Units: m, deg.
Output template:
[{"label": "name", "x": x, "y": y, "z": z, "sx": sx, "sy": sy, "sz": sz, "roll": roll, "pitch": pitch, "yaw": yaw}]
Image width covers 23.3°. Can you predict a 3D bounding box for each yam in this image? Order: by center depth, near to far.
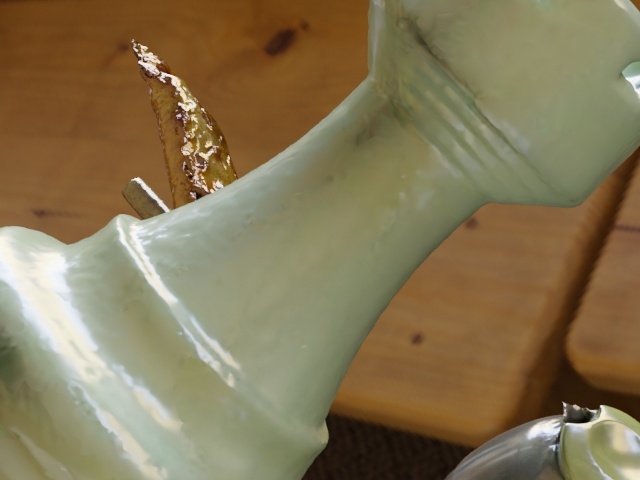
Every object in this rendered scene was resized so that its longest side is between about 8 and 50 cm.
[{"label": "yam", "x": -0.098, "y": -0.002, "z": 1.069, "sx": 0.021, "sy": 0.021, "sz": 0.116, "roll": -47, "pitch": 62, "yaw": 6}]

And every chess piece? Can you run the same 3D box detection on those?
[{"label": "chess piece", "x": 0.000, "y": 0.000, "z": 0.632, "sx": 0.299, "sy": 0.194, "sz": 0.194, "roll": -43, "pitch": 37, "yaw": 6}]

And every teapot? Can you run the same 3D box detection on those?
[{"label": "teapot", "x": 0.118, "y": 0.123, "z": 0.656, "sx": 0.091, "sy": 0.124, "sz": 0.092, "roll": -54, "pitch": 1, "yaw": 42}]

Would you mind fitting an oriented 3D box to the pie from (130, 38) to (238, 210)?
[{"label": "pie", "x": -0.075, "y": -0.049, "z": 1.024, "sx": 0.033, "sy": 0.088, "sz": 0.191, "roll": -29, "pitch": 58, "yaw": 20}]
